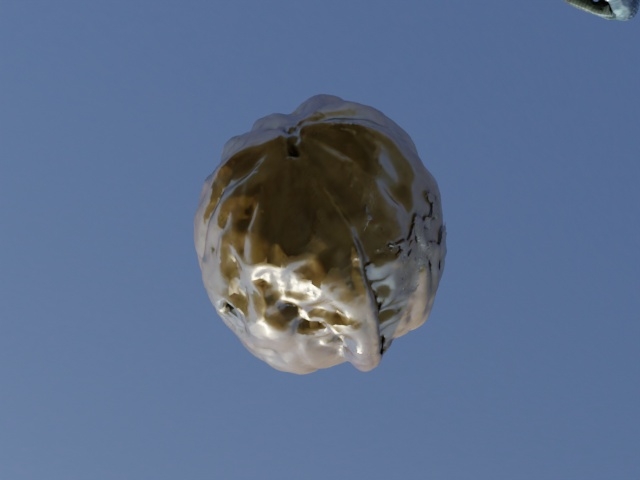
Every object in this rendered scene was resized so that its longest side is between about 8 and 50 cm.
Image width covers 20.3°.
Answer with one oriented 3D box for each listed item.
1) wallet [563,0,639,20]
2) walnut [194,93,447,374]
[{"bbox_3d":[0.070,-0.278,1.046,0.075,0.342,0.237,-46,-126,-2],"label":"wallet"},{"bbox_3d":[0.000,0.000,1.368,0.198,0.245,0.198,-5,-125,7],"label":"walnut"}]
